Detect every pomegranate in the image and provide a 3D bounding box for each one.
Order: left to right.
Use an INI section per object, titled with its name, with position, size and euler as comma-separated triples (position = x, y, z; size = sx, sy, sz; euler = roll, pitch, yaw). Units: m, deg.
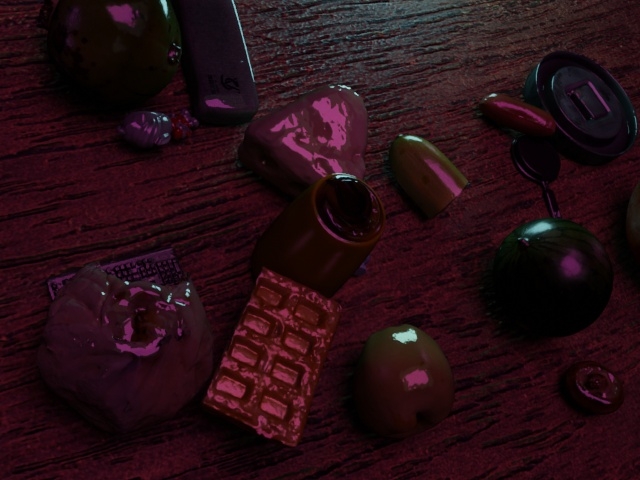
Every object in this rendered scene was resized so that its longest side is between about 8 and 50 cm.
[pomegranate]
position = -0.385, -0.370, 1.473
size = 0.270, 0.254, 0.254
euler = 16, 57, -5

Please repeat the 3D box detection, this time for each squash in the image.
[squash]
position = 0.219, -0.148, 1.720
size = 0.123, 0.123, 0.187
euler = -36, 84, -36

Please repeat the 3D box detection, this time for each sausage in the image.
[sausage]
position = 0.469, -0.297, 1.939
size = 0.194, 0.077, 0.077
euler = 19, 57, -4

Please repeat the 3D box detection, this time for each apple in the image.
[apple]
position = 0.146, 0.251, 1.431
size = 0.200, 0.200, 0.200
euler = 12, 60, -21

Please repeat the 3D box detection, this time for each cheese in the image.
[cheese]
position = 0.008, -0.175, 1.593
size = 0.251, 0.173, 0.248
euler = 44, 63, 2

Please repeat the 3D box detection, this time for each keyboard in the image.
[keyboard]
position = -0.340, 0.073, 1.379
size = 0.230, 0.025, 0.094
euler = -17, 76, -33

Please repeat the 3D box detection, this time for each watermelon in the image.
[watermelon]
position = 0.470, 0.073, 1.654
size = 0.242, 0.242, 0.242
euler = 12, 60, -21

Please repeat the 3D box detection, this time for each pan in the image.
[pan]
position = 0.531, -0.154, 1.931
size = 0.136, 0.028, 0.235
euler = -3, 66, -27

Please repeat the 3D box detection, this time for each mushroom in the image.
[mushroom]
position = 0.559, 0.302, 1.669
size = 0.126, 0.085, 0.109
euler = 37, 23, 14

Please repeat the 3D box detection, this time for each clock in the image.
[clock]
position = 0.663, -0.337, 2.074
size = 0.318, 0.066, 0.319
euler = 11, 60, -20

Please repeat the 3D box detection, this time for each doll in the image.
[doll]
position = -0.304, -0.212, 1.523
size = 0.094, 0.079, 0.180
euler = 46, 39, 20

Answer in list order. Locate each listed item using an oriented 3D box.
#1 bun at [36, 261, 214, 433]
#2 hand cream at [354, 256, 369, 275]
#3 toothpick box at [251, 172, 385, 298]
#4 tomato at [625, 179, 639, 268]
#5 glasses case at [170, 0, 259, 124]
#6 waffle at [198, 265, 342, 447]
[bun]
position = -0.287, 0.159, 1.236
size = 0.281, 0.205, 0.282
euler = 5, 75, -17
[hand cream]
position = 0.076, -0.011, 1.619
size = 0.065, 0.043, 0.171
euler = 14, 56, -19
[toothpick box]
position = 0.000, 0.000, 1.433
size = 0.174, 0.271, 0.175
euler = 12, 60, -21
[tomato]
position = 0.837, -0.007, 1.936
size = 0.338, 0.143, 0.339
euler = 14, 59, -25
[glasses case]
position = -0.218, -0.382, 1.653
size = 0.131, 0.074, 0.323
euler = -4, 66, -27
[waffle]
position = -0.077, 0.191, 1.340
size = 0.168, 0.057, 0.274
euler = 27, 57, -9
